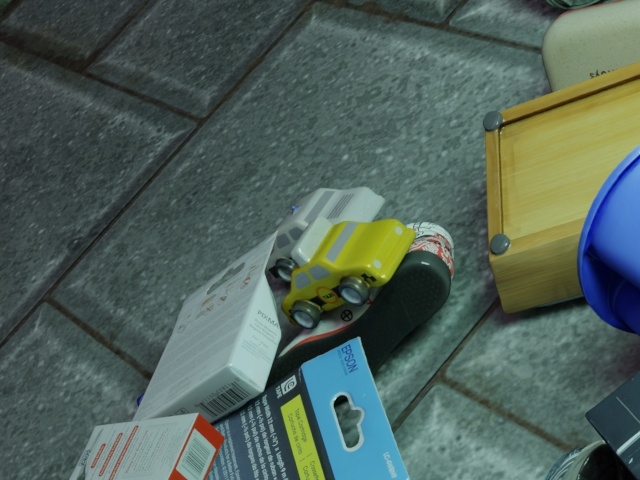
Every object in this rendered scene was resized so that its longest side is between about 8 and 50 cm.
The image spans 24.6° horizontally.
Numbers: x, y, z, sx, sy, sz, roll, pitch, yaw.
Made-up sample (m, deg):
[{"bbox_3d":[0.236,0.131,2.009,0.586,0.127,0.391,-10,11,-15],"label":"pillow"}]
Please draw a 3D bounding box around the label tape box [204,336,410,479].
[{"bbox_3d":[-0.053,0.290,1.550,0.348,0.115,0.249,-33,33,9],"label":"label tape box"}]

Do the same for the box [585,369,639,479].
[{"bbox_3d":[0.415,0.156,1.098,0.312,0.179,0.343,-40,17,3],"label":"box"}]

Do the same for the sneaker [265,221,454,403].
[{"bbox_3d":[0.052,0.086,1.704,0.270,0.090,0.145,-42,11,24],"label":"sneaker"}]

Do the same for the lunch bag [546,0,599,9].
[{"bbox_3d":[0.331,-0.458,1.928,0.256,0.213,0.305,-52,31,15],"label":"lunch bag"}]

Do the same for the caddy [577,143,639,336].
[{"bbox_3d":[0.397,-0.024,1.327,0.341,0.241,0.179,-33,39,-2],"label":"caddy"}]

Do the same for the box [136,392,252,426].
[{"bbox_3d":[-0.138,0.203,1.763,0.137,0.072,0.126,-38,35,4],"label":"box"}]

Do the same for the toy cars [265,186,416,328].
[{"bbox_3d":[0.000,0.000,1.728,0.176,0.087,0.393,-44,13,3],"label":"toy cars"}]

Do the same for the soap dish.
[{"bbox_3d":[0.304,-0.068,1.549,0.291,0.118,0.228,-19,54,32],"label":"soap dish"}]

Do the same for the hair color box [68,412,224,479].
[{"bbox_3d":[-0.193,0.245,1.596,0.167,0.053,0.093,-11,42,38],"label":"hair color box"}]

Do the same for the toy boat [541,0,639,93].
[{"bbox_3d":[0.380,-0.214,1.683,0.231,0.151,0.151,-5,19,42],"label":"toy boat"}]

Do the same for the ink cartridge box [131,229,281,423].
[{"bbox_3d":[-0.116,0.118,1.697,0.189,0.066,0.232,-35,19,36],"label":"ink cartridge box"}]

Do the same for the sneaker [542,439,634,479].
[{"bbox_3d":[0.205,0.311,1.304,0.283,0.110,0.122,-60,10,-14],"label":"sneaker"}]
